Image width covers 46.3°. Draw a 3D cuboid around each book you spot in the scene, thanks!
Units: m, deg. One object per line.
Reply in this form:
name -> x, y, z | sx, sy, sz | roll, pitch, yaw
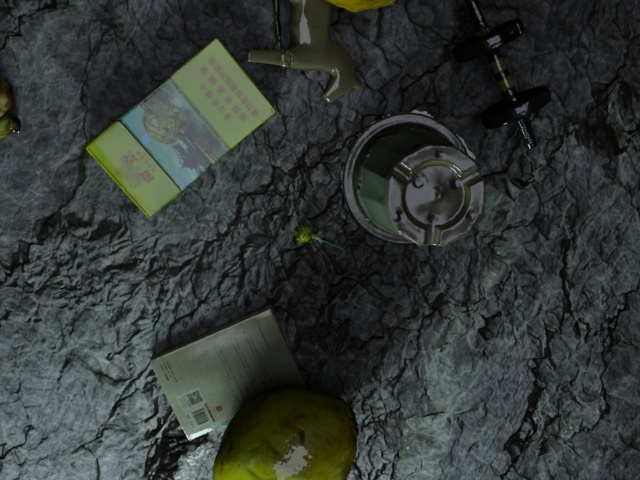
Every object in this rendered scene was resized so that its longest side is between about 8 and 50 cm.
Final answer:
book -> -0.195, 0.286, 1.599 | 0.282, 0.025, 0.215 | -22, 105, -2

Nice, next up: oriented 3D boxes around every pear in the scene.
pear -> -0.070, 0.428, 1.523 | 0.321, 0.269, 0.269 | -27, 104, 19

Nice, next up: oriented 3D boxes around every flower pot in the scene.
flower pot -> 0.195, -0.109, 1.452 | 0.290, 0.259, 0.290 | -1, 100, -6

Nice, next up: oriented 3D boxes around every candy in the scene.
candy -> 0.000, 0.000, 1.568 | 0.123, 0.035, 0.035 | 20, 53, -22

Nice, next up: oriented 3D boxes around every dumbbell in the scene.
dumbbell -> 0.360, -0.331, 1.488 | 0.143, 0.143, 0.325 | -27, 103, -1

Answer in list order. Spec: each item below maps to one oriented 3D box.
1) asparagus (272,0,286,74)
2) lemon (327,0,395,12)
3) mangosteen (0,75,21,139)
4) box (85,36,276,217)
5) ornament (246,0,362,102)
asparagus -> -0.086, -0.444, 1.472 | 0.023, 0.022, 0.233 | -18, 107, -48
lemon -> 0.070, -0.546, 1.337 | 0.253, 0.310, 0.253 | -8, 146, -5
mangosteen -> -0.650, -0.252, 1.371 | 0.217, 0.192, 0.192 | 10, 102, -48
box -> -0.273, -0.220, 1.479 | 0.335, 0.047, 0.187 | -39, 104, 2
ornament -> -0.023, -0.390, 1.462 | 0.244, 0.061, 0.230 | 1, 99, -22
